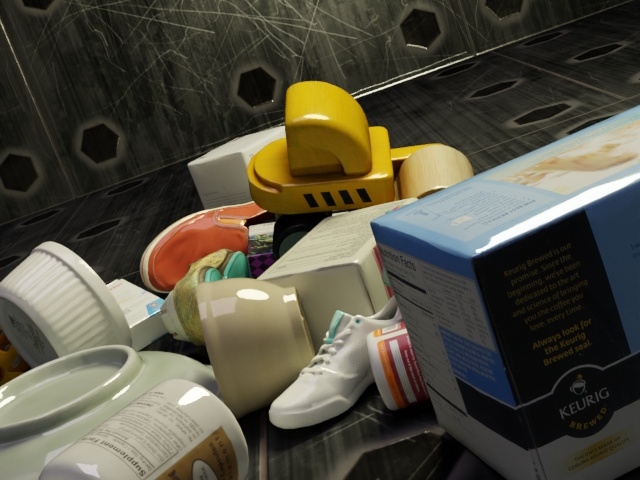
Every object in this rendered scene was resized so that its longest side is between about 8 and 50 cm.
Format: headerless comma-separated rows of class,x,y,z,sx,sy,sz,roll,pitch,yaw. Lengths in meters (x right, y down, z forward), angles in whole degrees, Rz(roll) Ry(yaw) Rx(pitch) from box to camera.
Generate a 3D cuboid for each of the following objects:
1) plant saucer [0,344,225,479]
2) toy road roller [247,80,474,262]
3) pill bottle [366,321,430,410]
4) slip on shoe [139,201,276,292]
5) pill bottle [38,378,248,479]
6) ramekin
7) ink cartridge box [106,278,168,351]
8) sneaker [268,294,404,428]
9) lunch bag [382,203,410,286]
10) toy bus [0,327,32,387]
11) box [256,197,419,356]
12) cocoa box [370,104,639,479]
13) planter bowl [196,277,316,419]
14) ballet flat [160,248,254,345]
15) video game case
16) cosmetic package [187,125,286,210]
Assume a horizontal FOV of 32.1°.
plant saucer,-0.303,0.215,1.328,0.401,0.100,0.400,-18,15,5
toy road roller,0.060,-0.102,1.594,0.330,0.240,0.202,-6,33,3
pill bottle,0.130,0.114,1.141,0.152,0.086,0.086,-18,14,8
slip on shoe,-0.153,0.002,1.913,0.331,0.123,0.101,-19,17,-18
pill bottle,-0.183,0.235,1.015,0.131,0.131,0.229,-8,18,41
ramekin,-0.383,0.116,1.619,0.109,0.207,0.207,-40,22,-30
ink cartridge box,-0.300,0.116,1.717,0.122,0.052,0.088,24,39,36
sneaker,0.023,0.127,1.224,0.212,0.094,0.080,-28,17,-29
lunch bag,0.223,0.005,1.224,0.279,0.107,0.224,-3,1,-18
toy bus,-0.501,0.135,1.734,0.104,0.191,0.202,-24,-29,-18
box,0.043,0.052,1.413,0.149,0.126,0.232,-12,16,28
cocoa box,0.262,0.031,0.978,0.347,0.228,0.231,-23,14,-13
planter bowl,-0.066,0.112,1.273,0.109,0.162,0.162,-16,14,1
ballet flat,-0.170,0.090,1.596,0.123,0.123,0.348,-18,8,6
video game case,0.000,0.000,1.765,0.232,0.041,0.210,-8,13,-2
cosmetic package,-0.124,-0.098,2.099,0.151,0.183,0.151,-8,19,40
